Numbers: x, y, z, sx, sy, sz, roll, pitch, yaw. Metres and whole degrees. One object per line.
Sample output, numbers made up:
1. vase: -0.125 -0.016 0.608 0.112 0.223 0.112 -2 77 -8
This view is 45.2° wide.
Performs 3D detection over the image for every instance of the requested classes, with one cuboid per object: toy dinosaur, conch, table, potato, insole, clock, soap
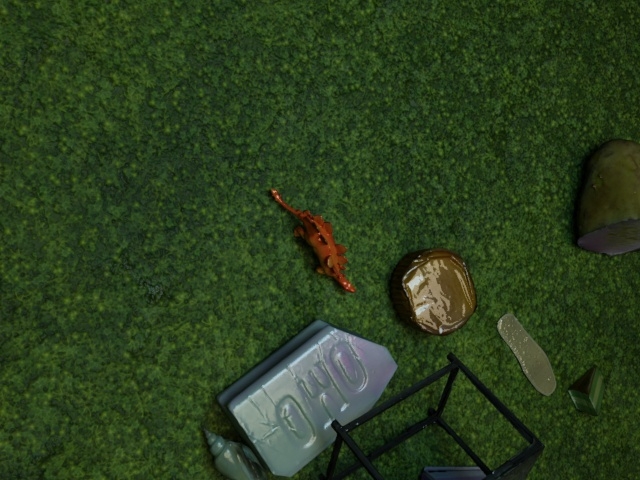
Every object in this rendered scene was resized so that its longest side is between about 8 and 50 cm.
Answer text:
1. toy dinosaur: 0.000 0.000 1.613 0.070 0.117 0.288 -40 107 -20
2. conch: -0.169 0.434 1.546 0.180 0.065 0.088 45 108 -8
3. table: 0.214 0.452 1.561 0.335 0.272 0.222 -22 141 -30
4. potato: 0.755 -0.124 1.936 0.229 0.229 0.266 14 68 -24
5. insole: 0.514 0.281 1.902 0.081 0.011 0.248 -42 105 -19
6. clock: 0.336 0.574 1.738 0.193 0.144 0.073 7 98 -24
7. soap: -0.017 0.310 1.598 0.347 0.115 0.208 -36 104 -22

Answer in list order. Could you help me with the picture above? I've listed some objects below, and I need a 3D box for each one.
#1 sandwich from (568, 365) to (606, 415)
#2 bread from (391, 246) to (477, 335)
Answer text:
1. sandwich: 0.703 0.380 1.952 0.116 0.074 0.074 -33 103 -22
2. bread: 0.253 0.115 1.736 0.199 0.104 0.199 1 87 -20
